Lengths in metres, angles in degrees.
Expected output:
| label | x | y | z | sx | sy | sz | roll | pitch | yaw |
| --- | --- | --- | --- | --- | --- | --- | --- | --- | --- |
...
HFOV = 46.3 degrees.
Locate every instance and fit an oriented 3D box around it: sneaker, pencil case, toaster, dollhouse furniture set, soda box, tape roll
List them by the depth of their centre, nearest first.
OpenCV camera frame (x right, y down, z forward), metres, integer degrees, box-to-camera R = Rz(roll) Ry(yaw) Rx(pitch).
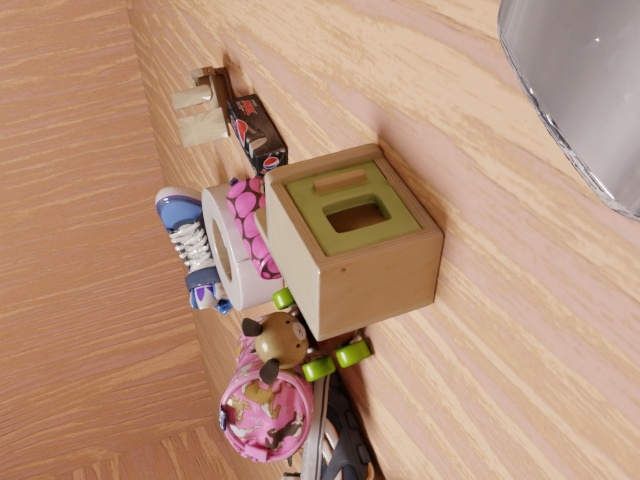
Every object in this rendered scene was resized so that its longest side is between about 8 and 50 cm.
| label | x | y | z | sx | sy | sz | roll | pitch | yaw |
| --- | --- | --- | --- | --- | --- | --- | --- | --- | --- |
| toaster | 0.174 | -0.117 | 0.368 | 0.146 | 0.129 | 0.227 | 99 | 149 | -60 |
| sneaker | 0.029 | 0.380 | 1.333 | 0.126 | 0.127 | 0.321 | 103 | 172 | -68 |
| soda box | -0.116 | -0.191 | 1.348 | 0.053 | 0.060 | 0.169 | 91 | 157 | -48 |
| pencil case | -0.093 | 0.255 | 1.375 | 0.386 | 0.167 | 0.160 | -98 | -15 | -80 |
| pencil case | -0.112 | -0.028 | 1.450 | 0.095 | 0.098 | 0.209 | 22 | -147 | -52 |
| dollhouse furniture set | -0.195 | -0.277 | 1.487 | 0.123 | 0.151 | 0.144 | -6 | 102 | 37 |
| tape roll | -0.175 | 0.009 | 1.656 | 0.286 | 0.100 | 0.286 | 164 | 90 | -73 |
| sneaker | -0.288 | 0.043 | 1.808 | 0.323 | 0.130 | 0.236 | 54 | -157 | -47 |

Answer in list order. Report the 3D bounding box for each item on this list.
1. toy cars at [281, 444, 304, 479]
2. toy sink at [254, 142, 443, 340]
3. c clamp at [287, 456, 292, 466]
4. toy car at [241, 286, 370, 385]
| label | x | y | z | sx | sy | sz | roll | pitch | yaw |
| --- | --- | --- | --- | --- | --- | --- | --- | --- | --- |
| toy cars | -0.051 | 0.522 | 1.744 | 0.176 | 0.087 | 0.394 | -68 | -25 | -55 |
| toy sink | 0.021 | -0.023 | 0.905 | 0.131 | 0.152 | 0.234 | 91 | 158 | -44 |
| c clamp | -0.083 | 0.485 | 1.900 | 0.137 | 0.022 | 0.161 | -148 | 56 | -76 |
| toy car | -0.041 | 0.144 | 1.139 | 0.149 | 0.188 | 0.155 | -30 | 80 | 36 |
